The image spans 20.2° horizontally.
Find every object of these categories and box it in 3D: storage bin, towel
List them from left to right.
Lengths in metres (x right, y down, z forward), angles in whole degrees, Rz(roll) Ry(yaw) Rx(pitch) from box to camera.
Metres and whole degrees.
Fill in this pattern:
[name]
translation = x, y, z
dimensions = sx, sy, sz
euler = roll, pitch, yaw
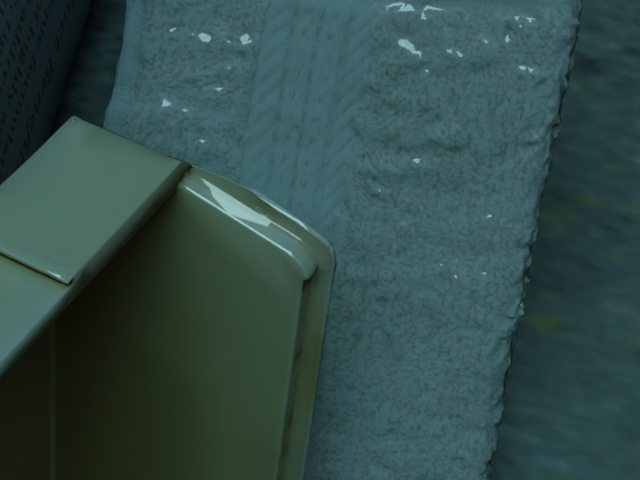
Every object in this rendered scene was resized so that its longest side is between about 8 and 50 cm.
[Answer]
[storage bin]
translation = -0.115, 0.133, 0.649
dimensions = 0.123, 0.260, 0.262
euler = 24, 45, 16
[towel]
translation = 0.000, 0.000, 0.764
dimensions = 0.187, 0.049, 0.282
euler = 10, 112, 8

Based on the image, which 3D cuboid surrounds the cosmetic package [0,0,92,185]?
[cosmetic package]
translation = -0.298, -0.095, 0.661
dimensions = 0.327, 0.394, 0.329
euler = 12, 73, 7
